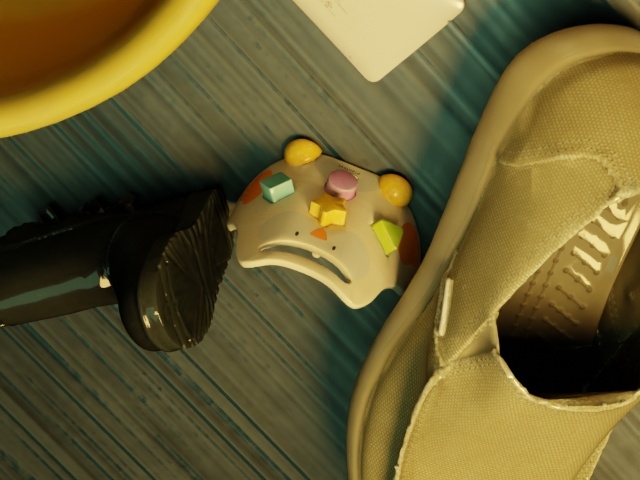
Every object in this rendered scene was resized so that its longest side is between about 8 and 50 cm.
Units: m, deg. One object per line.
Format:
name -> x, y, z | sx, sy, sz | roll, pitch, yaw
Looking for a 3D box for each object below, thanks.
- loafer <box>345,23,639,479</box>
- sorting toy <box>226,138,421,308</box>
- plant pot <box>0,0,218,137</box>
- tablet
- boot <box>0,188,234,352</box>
loafer -> 0.081, 0.048, 0.779 | 0.102, 0.092, 0.268 | 2, 122, -19
sorting toy -> 0.000, 0.000, 0.802 | 0.083, 0.075, 0.045 | 21, 121, 3
plant pot -> -0.101, -0.192, 0.631 | 0.254, 0.239, 0.254 | 7, 119, 13
tablet -> 0.011, -0.107, 0.782 | 0.083, 0.006, 0.054 | 45, 119, -11
boot -> -0.093, 0.016, 0.815 | 0.099, 0.121, 0.045 | -10, 112, 14
